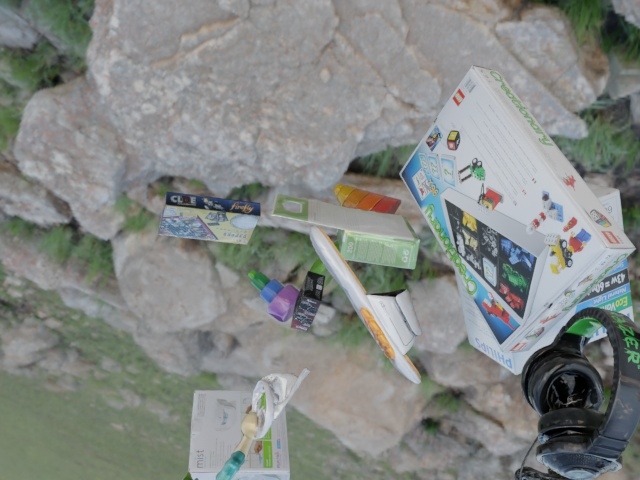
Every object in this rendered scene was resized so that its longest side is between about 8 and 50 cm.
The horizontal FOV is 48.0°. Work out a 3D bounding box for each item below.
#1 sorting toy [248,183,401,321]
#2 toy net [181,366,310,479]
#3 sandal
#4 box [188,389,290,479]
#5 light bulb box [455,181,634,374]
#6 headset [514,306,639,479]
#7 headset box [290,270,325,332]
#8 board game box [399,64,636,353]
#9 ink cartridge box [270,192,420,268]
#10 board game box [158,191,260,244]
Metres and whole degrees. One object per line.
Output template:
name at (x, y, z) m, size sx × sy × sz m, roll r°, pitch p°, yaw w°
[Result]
sorting toy at (0.000, 0.000, 1.344) m, size 0.126 × 0.365 × 0.127 m, roll 40°, pitch 145°, yaw 13°
toy net at (-0.096, 0.218, 0.747) m, size 0.045 × 0.232 × 0.122 m, roll 36°, pitch 174°, yaw 5°
sandal at (0.082, 0.078, 0.993) m, size 0.265 × 0.076 × 0.102 m, roll 57°, pitch 176°, yaw -5°
box at (-0.197, 0.490, 1.725) m, size 0.230 × 0.262 × 0.127 m, roll 1°, pitch 122°, yaw -8°
light bulb box at (0.537, 0.077, 1.763) m, size 0.225 × 0.357 × 0.361 m, roll -145°, pitch 38°, yaw -67°
headset at (0.438, 0.295, 1.196) m, size 0.185 × 0.243 × 0.394 m, roll 15°, pitch 126°, yaw -6°
headset box at (-0.021, 0.101, 1.149) m, size 0.032 × 0.062 × 0.083 m, roll 18°, pitch 129°, yaw -7°
board game box at (0.220, -0.043, 0.884) m, size 0.053 × 0.305 × 0.193 m, roll 1°, pitch 139°, yaw -33°
ink cartridge box at (0.035, -0.018, 1.181) m, size 0.234 × 0.171 × 0.056 m, roll 8°, pitch 105°, yaw -3°
board game box at (-0.294, -0.056, 1.890) m, size 0.243 × 0.042 × 0.165 m, roll 7°, pitch 150°, yaw -17°
